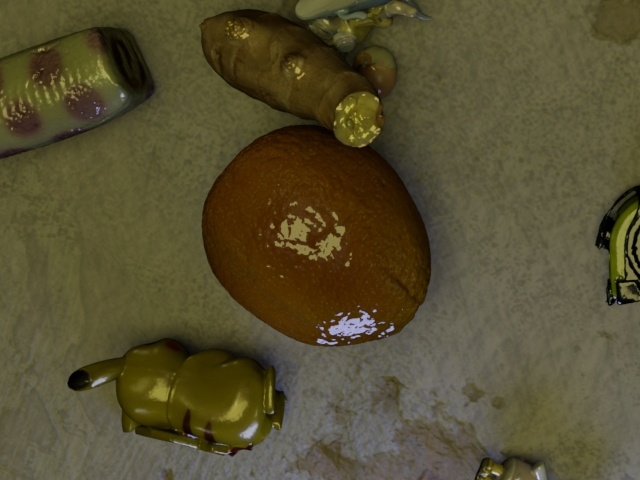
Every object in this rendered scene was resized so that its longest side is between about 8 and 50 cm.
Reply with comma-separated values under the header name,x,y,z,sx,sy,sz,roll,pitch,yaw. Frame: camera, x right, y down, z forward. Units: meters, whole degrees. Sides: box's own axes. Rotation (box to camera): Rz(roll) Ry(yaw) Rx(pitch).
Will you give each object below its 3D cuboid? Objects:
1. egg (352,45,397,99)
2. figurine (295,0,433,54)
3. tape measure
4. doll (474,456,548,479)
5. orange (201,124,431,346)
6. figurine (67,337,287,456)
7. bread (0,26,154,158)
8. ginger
name,x,y,z,sx,sy,sz,roll,pitch,yaw
egg,0.085,-0.259,1.878,0.071,0.071,0.083,3,120,10
figurine,0.061,-0.358,1.826,0.209,0.184,0.128,-8,68,-20
tape measure,0.520,0.006,1.828,0.199,0.112,0.186,-4,98,10
doll,0.350,0.412,1.955,0.207,0.081,0.129,23,123,3
orange,0.000,0.000,1.813,0.357,0.322,0.322,42,105,-4
figurine,-0.221,0.260,1.994,0.327,0.218,0.169,14,63,15
bread,-0.450,-0.228,1.926,0.338,0.187,0.155,-18,95,12
ginger,-0.025,-0.220,1.798,0.166,0.236,0.375,-37,60,-4
